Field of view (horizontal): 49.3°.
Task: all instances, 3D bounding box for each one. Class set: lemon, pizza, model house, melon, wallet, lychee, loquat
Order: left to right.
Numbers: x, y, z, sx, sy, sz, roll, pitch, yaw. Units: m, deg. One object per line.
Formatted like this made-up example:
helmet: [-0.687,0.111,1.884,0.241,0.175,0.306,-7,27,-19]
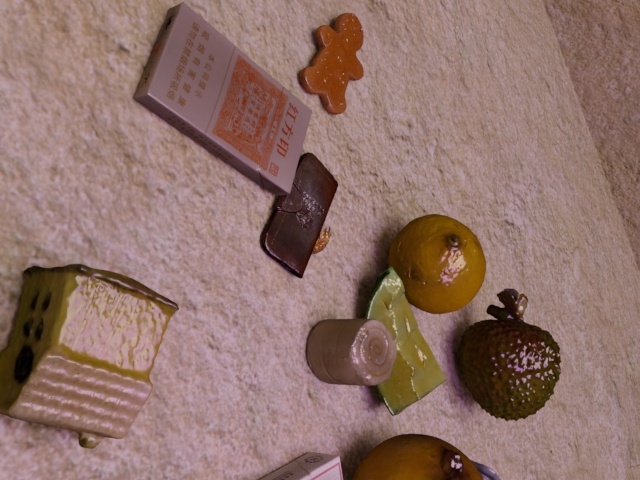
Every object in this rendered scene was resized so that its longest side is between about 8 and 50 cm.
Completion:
model house: [-0.340,0.170,1.001,0.193,0.174,0.234,30,61,-43]
wallet: [-0.041,-0.059,1.471,0.137,0.031,0.255,43,55,-35]
pizza: [0.000,0.000,1.524,0.083,0.016,0.037,-54,125,-33]
melon: [0.177,0.223,1.620,0.196,0.124,0.324,-22,93,-52]
loquat: [0.202,0.592,1.481,0.328,0.328,0.360,-2,131,-48]
lemon: [0.279,0.063,1.669,0.228,0.228,0.254,-63,142,-32]
lychee: [0.500,0.315,1.865,0.270,0.270,0.320,22,49,-45]

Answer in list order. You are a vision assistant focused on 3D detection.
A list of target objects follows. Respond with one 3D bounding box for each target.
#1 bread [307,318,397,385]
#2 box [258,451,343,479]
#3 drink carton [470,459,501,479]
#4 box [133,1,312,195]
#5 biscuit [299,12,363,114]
bread: [0.067,0.236,1.474,0.148,0.141,0.134,40,56,-37]
box: [-0.081,0.557,1.308,0.330,0.095,0.210,-12,95,-50]
drink carton: [0.343,0.655,1.719,0.185,0.191,0.190,49,62,-36]
box: [-0.169,-0.257,1.337,0.365,0.051,0.205,34,61,-41]
biscuit: [0.035,-0.415,1.599,0.165,0.036,0.250,39,62,-39]
